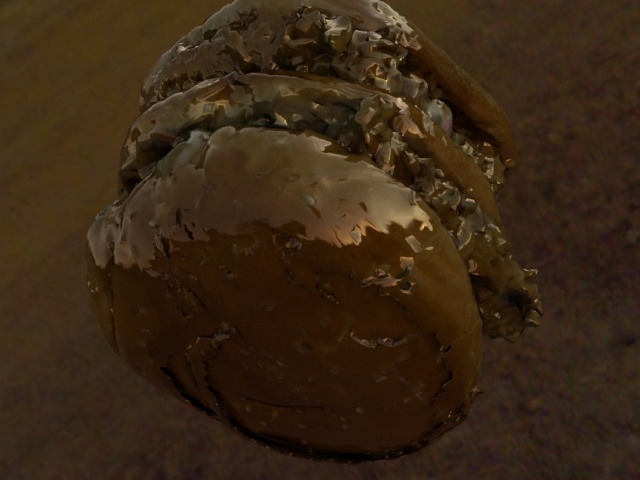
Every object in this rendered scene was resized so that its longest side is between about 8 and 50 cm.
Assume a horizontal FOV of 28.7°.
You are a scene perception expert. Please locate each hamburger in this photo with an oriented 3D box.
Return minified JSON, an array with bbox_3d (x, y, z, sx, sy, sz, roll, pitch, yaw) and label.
[{"bbox_3d":[0.003,-0.011,0.710,0.260,0.245,0.211,15,54,5],"label":"hamburger"}]
